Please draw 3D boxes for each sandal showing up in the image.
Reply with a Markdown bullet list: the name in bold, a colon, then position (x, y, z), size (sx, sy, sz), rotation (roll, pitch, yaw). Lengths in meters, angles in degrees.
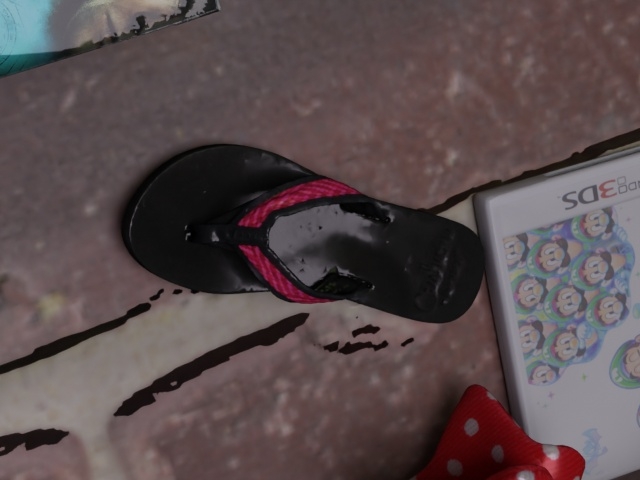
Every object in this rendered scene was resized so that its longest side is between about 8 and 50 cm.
- **sandal**: position (0.000, 0.000, 0.850), size (0.179, 0.040, 0.067), rotation (11, 95, -23)

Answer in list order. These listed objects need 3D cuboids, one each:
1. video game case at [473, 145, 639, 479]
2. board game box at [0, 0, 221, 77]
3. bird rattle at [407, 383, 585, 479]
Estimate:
- **video game case**: position (0.153, 0.035, 0.930), size (0.143, 0.019, 0.157), rotation (-16, 105, -18)
- **board game box**: position (-0.120, -0.158, 0.712), size (0.126, 0.026, 0.186), rotation (-20, 106, -18)
- **bird rattle**: position (0.131, 0.192, 0.872), size (0.253, 0.143, 0.207), rotation (7, 109, -7)
